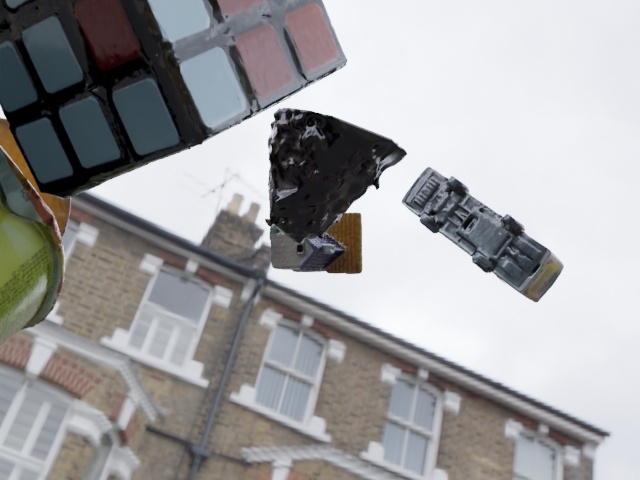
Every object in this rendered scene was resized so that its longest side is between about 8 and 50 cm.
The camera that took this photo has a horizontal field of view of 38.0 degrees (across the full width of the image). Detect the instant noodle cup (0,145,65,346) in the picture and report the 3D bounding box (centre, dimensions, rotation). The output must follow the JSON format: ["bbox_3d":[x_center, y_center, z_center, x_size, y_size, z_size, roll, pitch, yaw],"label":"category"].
[{"bbox_3d":[-0.337,0.032,0.622,0.264,0.200,0.264,17,-43,17],"label":"instant noodle cup"}]

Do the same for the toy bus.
[{"bbox_3d":[0.245,-0.012,1.418,0.268,0.092,0.106,40,5,40],"label":"toy bus"}]

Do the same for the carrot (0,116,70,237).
[{"bbox_3d":[-0.432,-0.049,1.099,0.196,0.196,0.254,44,-20,-31],"label":"carrot"}]

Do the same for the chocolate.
[{"bbox_3d":[-0.003,-0.059,1.025,0.156,0.133,0.156,18,-4,1],"label":"chocolate"}]

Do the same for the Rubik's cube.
[{"bbox_3d":[-0.109,-0.138,0.592,0.162,0.160,0.163,-10,-72,40],"label":"Rubik's cube"}]

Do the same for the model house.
[{"bbox_3d":[0.000,0.000,1.231,0.100,0.088,0.100,-1,-4,42],"label":"model house"}]
